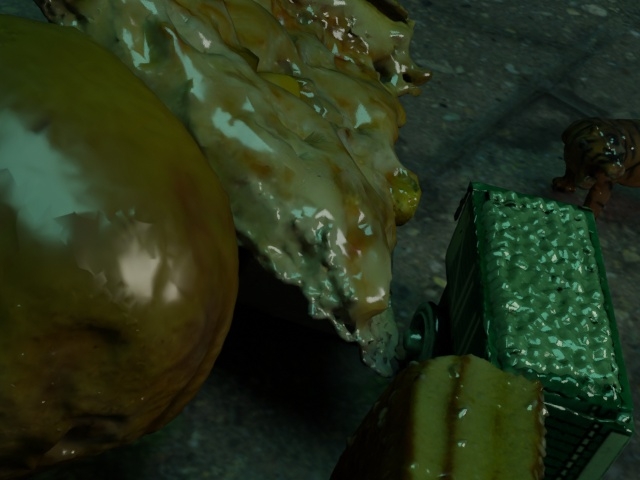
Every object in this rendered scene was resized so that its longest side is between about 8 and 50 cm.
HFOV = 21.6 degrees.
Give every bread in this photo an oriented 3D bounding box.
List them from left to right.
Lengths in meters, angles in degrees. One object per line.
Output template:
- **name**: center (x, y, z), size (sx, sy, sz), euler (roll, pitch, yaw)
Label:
- **bread**: center (0.046, 0.195, 0.937), size (0.110, 0.184, 0.234), euler (21, 33, -7)

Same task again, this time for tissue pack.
- **tissue pack**: center (0.000, 0.000, 1.276), size (0.108, 0.060, 0.148), euler (19, 36, -7)

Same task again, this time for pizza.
- **pizza**: center (-0.066, -0.150, 1.191), size (0.392, 0.080, 0.435), euler (39, 26, -23)

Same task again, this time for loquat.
- **loquat**: center (-0.189, -0.001, 0.979), size (0.276, 0.276, 0.284), euler (-7, 73, -34)

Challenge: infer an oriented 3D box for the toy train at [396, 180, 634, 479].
- **toy train**: center (0.125, 0.086, 1.147), size (0.115, 0.154, 0.269), euler (13, 36, -8)

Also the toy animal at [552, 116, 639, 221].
- **toy animal**: center (0.298, -0.069, 1.477), size (0.255, 0.116, 0.114), euler (-4, 44, -33)
